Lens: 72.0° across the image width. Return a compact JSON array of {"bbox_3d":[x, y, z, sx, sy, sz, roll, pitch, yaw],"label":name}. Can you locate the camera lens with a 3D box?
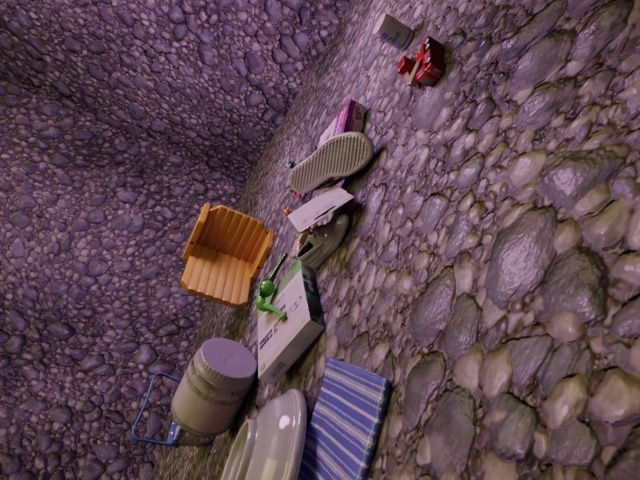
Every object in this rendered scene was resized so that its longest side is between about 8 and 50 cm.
[{"bbox_3d":[-0.359,0.497,1.482,0.274,0.220,0.219,-62,18,16],"label":"camera lens"}]

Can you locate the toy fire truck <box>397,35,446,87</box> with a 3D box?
[{"bbox_3d":[0.254,-0.441,1.127,0.135,0.047,0.192,-48,27,47],"label":"toy fire truck"}]

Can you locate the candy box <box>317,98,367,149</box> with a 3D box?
[{"bbox_3d":[0.064,-0.351,1.528,0.233,0.071,0.159,-36,36,57],"label":"candy box"}]

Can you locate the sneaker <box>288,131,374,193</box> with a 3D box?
[{"bbox_3d":[0.048,-0.242,1.345,0.321,0.127,0.126,-19,93,41],"label":"sneaker"}]

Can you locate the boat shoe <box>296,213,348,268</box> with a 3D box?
[{"bbox_3d":[0.000,0.000,1.273,0.227,0.081,0.079,-52,23,41],"label":"boat shoe"}]

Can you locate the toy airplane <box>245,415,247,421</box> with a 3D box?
[{"bbox_3d":[-0.227,0.601,1.291,0.151,0.028,0.151,-56,19,32],"label":"toy airplane"}]

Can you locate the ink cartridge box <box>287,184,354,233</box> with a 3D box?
[{"bbox_3d":[0.005,-0.079,1.269,0.181,0.056,0.224,-34,21,-2],"label":"ink cartridge box"}]

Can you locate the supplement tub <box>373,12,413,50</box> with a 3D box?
[{"bbox_3d":[0.224,-0.639,1.353,0.071,0.107,0.071,-55,22,35],"label":"supplement tub"}]

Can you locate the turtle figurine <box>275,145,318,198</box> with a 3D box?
[{"bbox_3d":[-0.080,-0.269,1.777,0.234,0.118,0.175,-45,39,17],"label":"turtle figurine"}]

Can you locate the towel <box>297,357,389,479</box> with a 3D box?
[{"bbox_3d":[0.016,0.398,0.818,0.243,0.040,0.335,-13,56,68],"label":"towel"}]

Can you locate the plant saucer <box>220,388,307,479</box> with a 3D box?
[{"bbox_3d":[-0.151,0.516,0.973,0.400,0.101,0.400,-157,90,-81],"label":"plant saucer"}]

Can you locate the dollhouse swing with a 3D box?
[{"bbox_3d":[-0.409,0.065,1.939,0.315,0.347,0.305,-62,18,17],"label":"dollhouse swing"}]

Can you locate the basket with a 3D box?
[{"bbox_3d":[-0.547,0.672,1.701,0.201,0.289,0.254,-42,27,43],"label":"basket"}]

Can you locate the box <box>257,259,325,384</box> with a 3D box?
[{"bbox_3d":[-0.095,0.218,1.268,0.232,0.058,0.322,-50,24,17],"label":"box"}]

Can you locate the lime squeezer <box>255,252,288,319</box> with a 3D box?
[{"bbox_3d":[-0.150,0.147,1.331,0.110,0.059,0.310,-48,22,23],"label":"lime squeezer"}]

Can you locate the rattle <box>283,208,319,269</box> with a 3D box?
[{"bbox_3d":[-0.099,0.013,1.465,0.199,0.143,0.130,-49,43,31],"label":"rattle"}]
